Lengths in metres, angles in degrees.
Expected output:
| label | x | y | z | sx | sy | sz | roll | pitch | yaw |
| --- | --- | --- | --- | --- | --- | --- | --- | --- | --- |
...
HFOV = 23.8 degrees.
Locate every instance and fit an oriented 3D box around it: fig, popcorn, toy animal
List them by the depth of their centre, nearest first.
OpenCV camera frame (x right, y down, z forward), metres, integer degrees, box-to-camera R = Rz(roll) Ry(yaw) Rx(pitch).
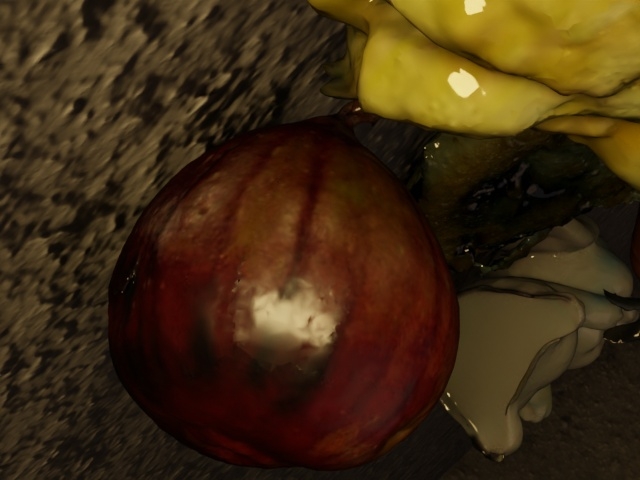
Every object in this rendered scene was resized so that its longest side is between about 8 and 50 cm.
| label | x | y | z | sx | sy | sz | roll | pitch | yaw |
| --- | --- | --- | --- | --- | --- | --- | --- | --- | --- |
| popcorn | 0.115 | -0.132 | 0.612 | 0.286 | 0.252 | 0.215 | -31 | 139 | -62 |
| fig | -0.016 | 0.001 | 0.839 | 0.204 | 0.186 | 0.249 | 153 | -50 | -66 |
| toy animal | 0.210 | 0.082 | 1.596 | 0.249 | 0.174 | 0.289 | -56 | 161 | 11 |

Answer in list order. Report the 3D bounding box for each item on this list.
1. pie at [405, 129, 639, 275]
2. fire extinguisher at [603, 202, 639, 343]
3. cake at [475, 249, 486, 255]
| label | x | y | z | sx | sy | sz | roll | pitch | yaw |
| --- | --- | --- | --- | --- | --- | --- | --- | --- | --- |
| pie | 0.228 | -0.077 | 1.178 | 0.371 | 0.078 | 0.296 | -17 | 153 | 2 |
| fire extinguisher | 0.383 | -0.045 | 1.385 | 0.113 | 0.200 | 0.376 | -64 | 164 | -52 |
| cake | 0.188 | -0.038 | 1.365 | 0.185 | 0.080 | 0.116 | -42 | 164 | -14 |
